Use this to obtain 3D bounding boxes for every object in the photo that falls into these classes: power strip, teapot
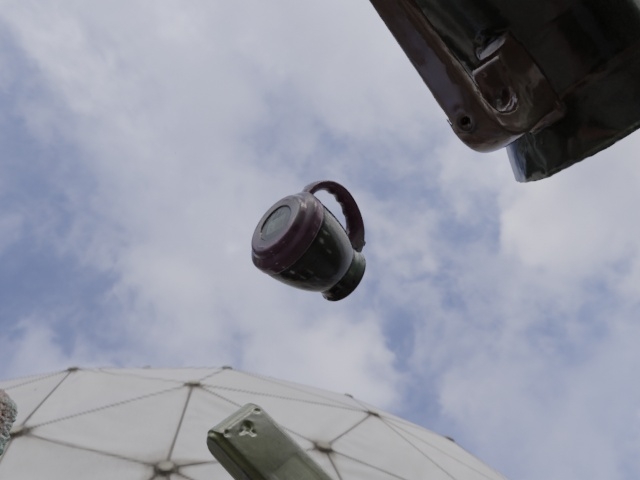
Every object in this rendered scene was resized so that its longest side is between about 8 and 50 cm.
[{"bbox_3d":[0.005,0.367,0.772,0.092,0.387,0.066,-29,-33,-42],"label":"power strip"},{"bbox_3d":[0.157,-0.235,0.532,0.300,0.253,0.344,-39,-86,-34],"label":"teapot"},{"bbox_3d":[-0.007,0.006,0.781,0.116,0.148,0.146,-30,-53,32],"label":"teapot"}]

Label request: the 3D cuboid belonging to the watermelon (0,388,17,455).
[{"bbox_3d":[-0.466,0.204,0.718,0.180,0.094,0.081,12,-71,-16],"label":"watermelon"}]
